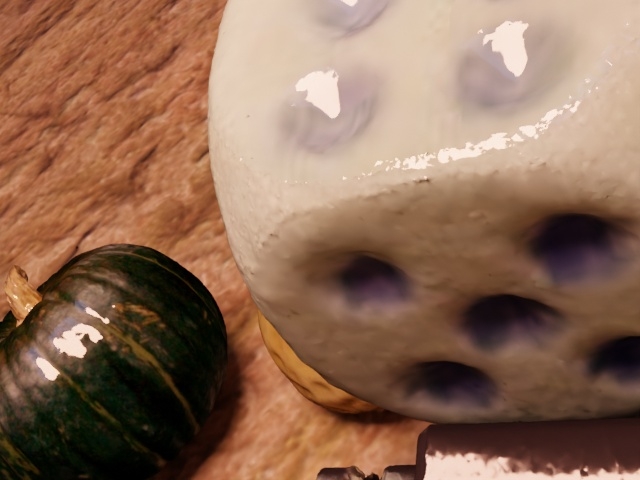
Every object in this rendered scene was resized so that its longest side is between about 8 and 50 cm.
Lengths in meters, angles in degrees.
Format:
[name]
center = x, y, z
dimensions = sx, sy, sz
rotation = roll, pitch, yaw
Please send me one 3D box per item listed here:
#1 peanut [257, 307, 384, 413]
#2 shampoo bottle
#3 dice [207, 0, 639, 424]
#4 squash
[peanut]
center = 0.000, 0.000, 0.923
dimensions = 0.147, 0.147, 0.305
rotation = -30, 40, 6
[shampoo bottle]
center = 0.144, 0.144, 0.685
dimensions = 0.309, 0.098, 0.071
rotation = -6, 64, 20
[dice]
center = 0.110, -0.064, 0.687
dimensions = 0.264, 0.262, 0.268
rotation = -9, 51, 26
[squash]
center = -0.175, 0.101, 0.918
dimensions = 0.218, 0.172, 0.218
rotation = -29, 41, 28
